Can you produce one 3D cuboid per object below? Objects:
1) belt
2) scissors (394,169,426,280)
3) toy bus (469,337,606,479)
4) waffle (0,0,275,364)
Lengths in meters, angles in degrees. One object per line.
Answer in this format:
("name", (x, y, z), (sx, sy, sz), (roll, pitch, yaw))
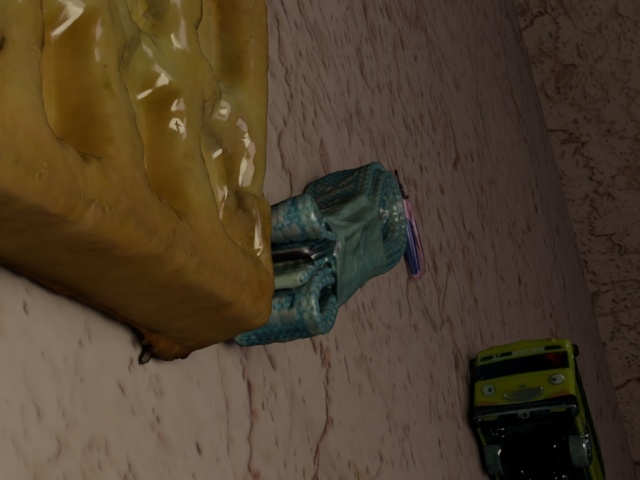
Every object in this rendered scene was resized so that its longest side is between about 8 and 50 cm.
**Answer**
("belt", (0.000, 0.000, 0.775), (0.302, 0.072, 0.087), (-33, 115, -73))
("scissors", (0.088, -0.017, 1.142), (0.039, 0.012, 0.113), (-33, 111, -71))
("toy bus", (0.266, 0.239, 1.353), (0.150, 0.128, 0.262), (-81, 155, -47))
("waffle", (-0.110, -0.119, 0.499), (0.348, 0.078, 0.304), (38, 45, -64))
